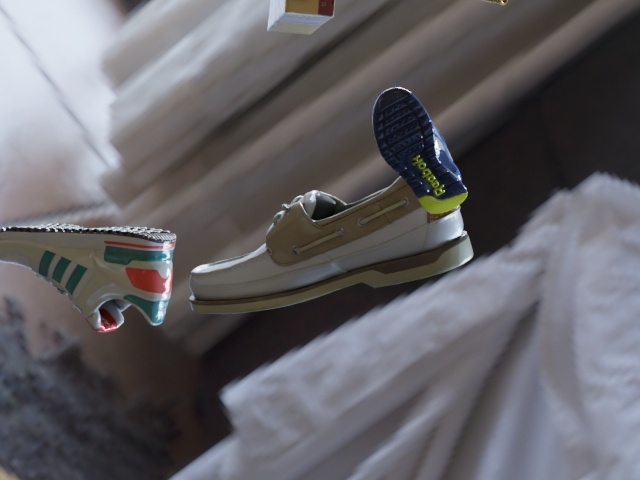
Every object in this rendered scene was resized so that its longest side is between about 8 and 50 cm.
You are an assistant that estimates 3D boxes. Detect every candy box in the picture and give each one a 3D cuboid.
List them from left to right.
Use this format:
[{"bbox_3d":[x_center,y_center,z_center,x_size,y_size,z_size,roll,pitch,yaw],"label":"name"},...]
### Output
[{"bbox_3d":[-0.019,-0.273,1.918,0.186,0.053,0.109,-178,-88,-82],"label":"candy box"}]

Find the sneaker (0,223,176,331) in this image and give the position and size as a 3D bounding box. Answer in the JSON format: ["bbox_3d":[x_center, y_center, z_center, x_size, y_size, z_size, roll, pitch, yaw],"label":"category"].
[{"bbox_3d":[-0.174,0.027,1.346,0.057,0.161,0.075,-6,96,-60],"label":"sneaker"}]

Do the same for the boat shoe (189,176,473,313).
[{"bbox_3d":[0.000,0.000,1.907,0.113,0.302,0.103,-45,121,-69],"label":"boat shoe"}]

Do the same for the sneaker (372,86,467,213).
[{"bbox_3d":[0.082,-0.087,1.666,0.059,0.053,0.144,-103,167,-47],"label":"sneaker"}]

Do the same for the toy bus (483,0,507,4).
[{"bbox_3d":[0.071,-0.310,1.551,0.220,0.211,0.149,71,29,-54],"label":"toy bus"}]
